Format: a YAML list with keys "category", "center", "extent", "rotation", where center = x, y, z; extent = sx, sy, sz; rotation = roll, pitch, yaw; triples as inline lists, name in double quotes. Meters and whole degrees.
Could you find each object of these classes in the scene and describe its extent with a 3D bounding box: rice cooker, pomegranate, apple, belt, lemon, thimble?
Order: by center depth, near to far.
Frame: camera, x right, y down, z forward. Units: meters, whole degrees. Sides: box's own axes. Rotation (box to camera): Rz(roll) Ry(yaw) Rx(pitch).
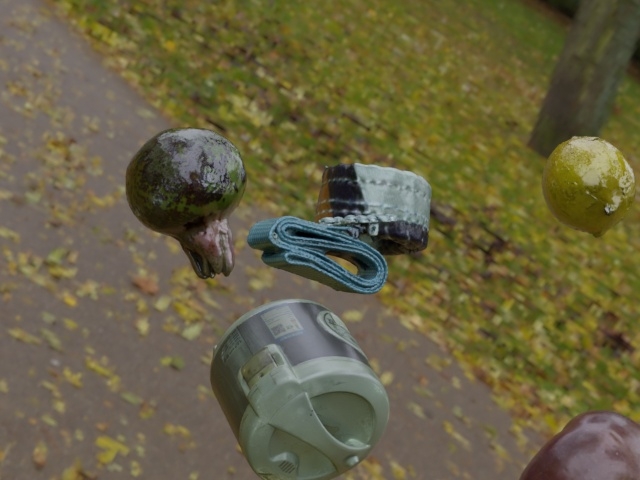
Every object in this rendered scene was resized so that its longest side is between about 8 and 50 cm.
- category: "pomegranate"
  center: [-0.146, -0.042, 1.303]
  extent: [0.125, 0.163, 0.138]
  rotation: [6, 7, 21]
- category: "belt"
  center: [0.003, 0.000, 1.342]
  extent: [0.179, 0.100, 0.065]
  rotation: [18, -14, -40]
- category: "apple"
  center: [0.444, 0.424, 1.944]
  extent: [0.235, 0.305, 0.306]
  rotation: [41, 19, 17]
- category: "rice cooker"
  center: [-0.039, 0.269, 2.112]
  extent: [0.288, 0.288, 0.277]
  rotation: [19, 22, -34]
- category: "lemon"
  center: [0.496, -0.107, 2.231]
  extent: [0.173, 0.173, 0.206]
  rotation: [21, 46, -30]
- category: "thimble"
  center: [0.103, -0.054, 2.316]
  extent: [0.237, 0.150, 0.237]
  rotation: [9, -10, 2]
